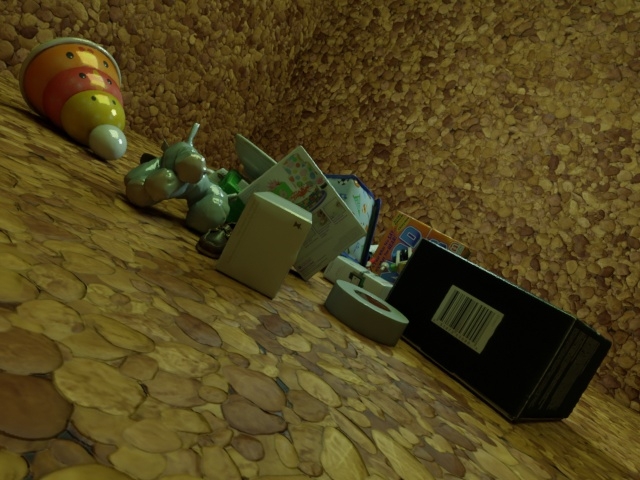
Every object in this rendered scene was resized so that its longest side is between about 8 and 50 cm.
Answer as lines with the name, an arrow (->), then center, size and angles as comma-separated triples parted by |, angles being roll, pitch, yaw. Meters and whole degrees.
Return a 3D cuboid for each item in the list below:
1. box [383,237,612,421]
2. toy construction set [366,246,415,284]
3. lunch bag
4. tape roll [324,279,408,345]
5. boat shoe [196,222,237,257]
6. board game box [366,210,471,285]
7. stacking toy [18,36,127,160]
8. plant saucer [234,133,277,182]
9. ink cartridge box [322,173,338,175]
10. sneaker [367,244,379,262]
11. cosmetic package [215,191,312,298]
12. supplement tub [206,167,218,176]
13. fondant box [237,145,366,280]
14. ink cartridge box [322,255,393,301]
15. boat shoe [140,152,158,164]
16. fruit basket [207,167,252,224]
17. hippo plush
box -> 0.517, 0.268, 1.353 | 0.471, 0.298, 0.479 | 26, 6, -46
toy construction set -> 0.325, 0.159, 1.891 | 0.308, 0.258, 0.237 | 16, 14, 19
lunch bag -> 0.106, -0.059, 1.874 | 0.238, 0.328, 0.385 | 8, -13, 26
tape roll -> 0.121, 0.189, 1.201 | 0.219, 0.072, 0.219 | 29, 6, -3
boat shoe -> -0.251, -0.009, 1.137 | 0.073, 0.073, 0.207 | 31, 8, -4
board game box -> 0.472, 0.114, 2.182 | 0.356, 0.357, 0.356 | 30, 6, 20
stacking toy -> -0.806, -0.451, 1.607 | 0.480, 0.351, 0.350 | 49, 14, 24
plant saucer -> -0.162, -0.211, 1.598 | 0.400, 0.101, 0.400 | 38, 3, -2
ink cartridge box -> -0.039, -0.173, 2.105 | 0.270, 0.395, 0.151 | 34, -35, 45
sneaker -> 0.283, 0.111, 2.460 | 0.446, 0.169, 0.257 | 19, 13, -10
cosmetic package -> -0.123, -0.007, 1.144 | 0.155, 0.197, 0.365 | 28, 4, -3
supplement tub -> -0.496, -0.261, 2.022 | 0.116, 0.117, 0.190 | 28, 6, -2
fondant box -> -0.054, -0.081, 1.371 | 0.330, 0.238, 0.096 | 52, 3, -8
ink cartridge box -> 0.142, 0.146, 1.594 | 0.219, 0.093, 0.160 | 30, 6, 25
boat shoe -> -0.632, -0.295, 1.850 | 0.223, 0.080, 0.073 | 26, 9, 16
fruit basket -> -0.242, -0.140, 1.578 | 0.327, 0.165, 0.353 | 39, 18, -8
hippo plush -> -0.371, -0.126, 1.236 | 0.237, 0.234, 0.294 | 61, 2, -34
